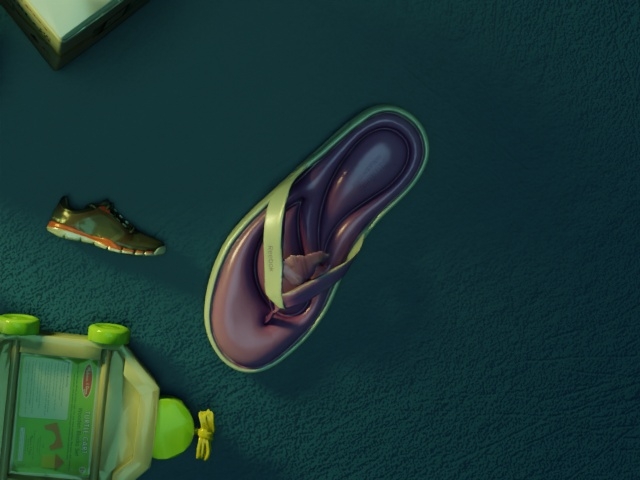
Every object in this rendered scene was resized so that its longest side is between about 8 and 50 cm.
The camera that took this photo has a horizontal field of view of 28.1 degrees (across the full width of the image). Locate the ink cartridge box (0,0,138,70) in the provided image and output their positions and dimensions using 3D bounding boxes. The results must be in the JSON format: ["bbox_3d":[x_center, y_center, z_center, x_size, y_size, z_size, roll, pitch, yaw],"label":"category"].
[{"bbox_3d":[-0.297,-0.349,1.516,0.197,0.270,0.198,-40,99,-10],"label":"ink cartridge box"}]

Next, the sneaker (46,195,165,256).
[{"bbox_3d":[-0.276,-0.020,1.675,0.158,0.061,0.065,15,88,-8],"label":"sneaker"}]

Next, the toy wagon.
[{"bbox_3d":[-0.312,0.241,1.692,0.344,0.068,0.267,6,96,-9],"label":"toy wagon"}]

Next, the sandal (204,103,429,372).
[{"bbox_3d":[-0.013,-0.008,1.682,0.169,0.102,0.416,35,91,-9],"label":"sandal"}]
